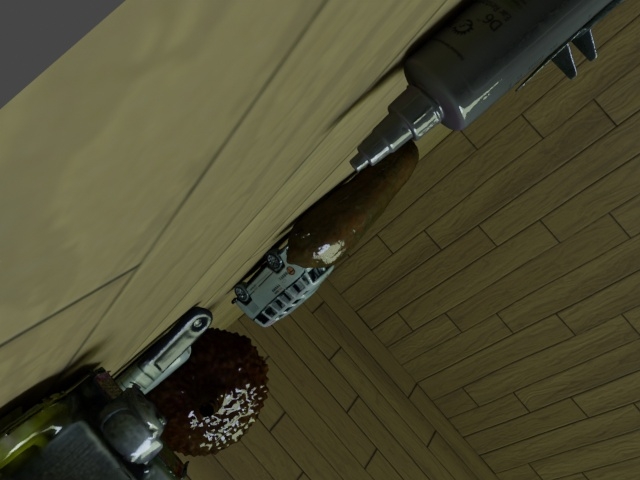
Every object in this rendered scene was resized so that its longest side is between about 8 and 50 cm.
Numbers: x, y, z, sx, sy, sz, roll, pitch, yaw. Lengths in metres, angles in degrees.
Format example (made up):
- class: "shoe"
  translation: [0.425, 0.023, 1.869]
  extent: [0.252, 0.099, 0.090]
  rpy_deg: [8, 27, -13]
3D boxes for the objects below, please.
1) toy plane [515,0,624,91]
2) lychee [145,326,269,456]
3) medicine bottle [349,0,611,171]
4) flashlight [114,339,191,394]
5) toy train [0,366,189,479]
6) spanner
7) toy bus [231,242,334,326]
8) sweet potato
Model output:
- class: "toy plane"
  translation: [0.331, -0.294, 0.619]
  extent: [0.212, 0.088, 0.267]
  rpy_deg: [-42, 170, -10]
- class: "lychee"
  translation: [-0.171, 0.225, 0.809]
  extent: [0.200, 0.200, 0.238]
  rpy_deg: [-40, -169, -13]
- class: "medicine bottle"
  translation: [0.095, -0.111, 0.330]
  extent: [0.199, 0.058, 0.057]
  rpy_deg: [-41, 178, 3]
- class: "flashlight"
  translation: [-0.248, 0.196, 0.695]
  extent: [0.200, 0.047, 0.093]
  rpy_deg: [-40, 177, -3]
- class: "toy train"
  translation: [-0.214, 0.210, 0.380]
  extent: [0.260, 0.134, 0.177]
  rpy_deg: [-40, 178, -16]
- class: "spanner"
  translation: [-0.245, 0.198, 0.640]
  extent: [0.316, 0.024, 0.087]
  rpy_deg: [-45, 137, -8]
- class: "toy bus"
  translation: [-0.053, 0.058, 0.811]
  extent: [0.087, 0.089, 0.194]
  rpy_deg: [-39, 177, -45]
- class: "sweet potato"
  translation: [0.057, -0.059, 0.714]
  extent: [0.273, 0.075, 0.075]
  rpy_deg: [-45, 180, -26]
